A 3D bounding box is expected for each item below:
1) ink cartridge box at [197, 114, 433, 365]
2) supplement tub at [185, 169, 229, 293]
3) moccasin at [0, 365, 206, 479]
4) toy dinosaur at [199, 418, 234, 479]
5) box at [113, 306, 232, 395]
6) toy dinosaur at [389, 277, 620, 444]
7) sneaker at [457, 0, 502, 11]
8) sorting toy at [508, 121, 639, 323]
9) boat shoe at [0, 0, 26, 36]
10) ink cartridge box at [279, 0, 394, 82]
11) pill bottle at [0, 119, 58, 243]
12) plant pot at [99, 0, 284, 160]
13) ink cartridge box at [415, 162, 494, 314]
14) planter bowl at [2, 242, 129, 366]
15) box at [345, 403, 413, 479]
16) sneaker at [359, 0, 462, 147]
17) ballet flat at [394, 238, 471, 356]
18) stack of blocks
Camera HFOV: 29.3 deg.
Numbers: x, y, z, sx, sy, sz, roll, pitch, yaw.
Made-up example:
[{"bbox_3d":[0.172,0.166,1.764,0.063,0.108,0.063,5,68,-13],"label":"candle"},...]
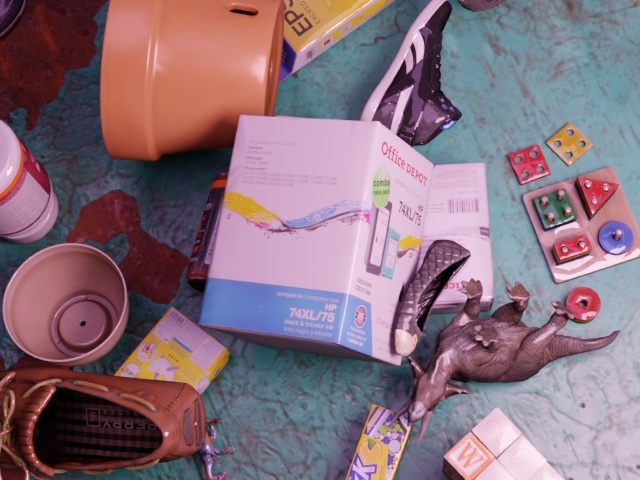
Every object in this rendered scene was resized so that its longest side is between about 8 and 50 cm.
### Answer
[{"bbox_3d":[0.000,0.000,1.527,0.197,0.198,0.270,6,80,27],"label":"ink cartridge box"},{"bbox_3d":[-0.108,-0.022,1.646,0.106,0.106,0.197,13,74,8],"label":"supplement tub"},{"bbox_3d":[-0.336,0.238,1.533,0.380,0.147,0.139,4,95,21],"label":"moccasin"},{"bbox_3d":[-0.146,0.275,1.605,0.090,0.047,0.082,4,85,44],"label":"toy dinosaur"},{"bbox_3d":[-0.212,0.189,1.616,0.105,0.043,0.179,36,77,23],"label":"box"},{"bbox_3d":[0.228,0.134,1.562,0.314,0.160,0.121,-13,54,-26],"label":"toy dinosaur"},{"bbox_3d":[0.211,-0.517,1.782,0.182,0.158,0.410,-4,72,35],"label":"sneaker"},{"bbox_3d":[0.354,-0.034,1.646,0.132,0.046,0.274,-18,72,-1],"label":"sorting toy"},{"bbox_3d":[-0.465,-0.396,1.804,0.075,0.065,0.206,18,76,9],"label":"boat shoe"},{"bbox_3d":[-0.065,-0.405,1.778,0.307,0.072,0.303,-36,75,-9],"label":"ink cartridge box"},{"bbox_3d":[-0.427,-0.074,1.623,0.121,0.221,0.121,-1,73,4],"label":"pill bottle"},{"bbox_3d":[-0.160,-0.241,1.626,0.204,0.291,0.290,7,74,1],"label":"plant pot"},{"bbox_3d":[0.155,-0.001,1.632,0.140,0.082,0.190,-3,75,4],"label":"ink cartridge box"},{"bbox_3d":[-0.326,0.099,1.621,0.162,0.109,0.162,-2,67,4],"label":"planter bowl"},{"bbox_3d":[0.065,0.300,1.563,0.059,0.054,0.168,19,75,9],"label":"box"},{"bbox_3d":[0.158,-0.224,1.707,0.121,0.079,0.216,30,86,9],"label":"sneaker"},{"bbox_3d":[0.136,0.069,1.527,0.049,0.057,0.173,15,63,25],"label":"ballet flat"},{"bbox_3d":[0.279,0.349,1.472,0.087,0.171,0.297,-41,75,-8],"label":"stack of blocks"}]
